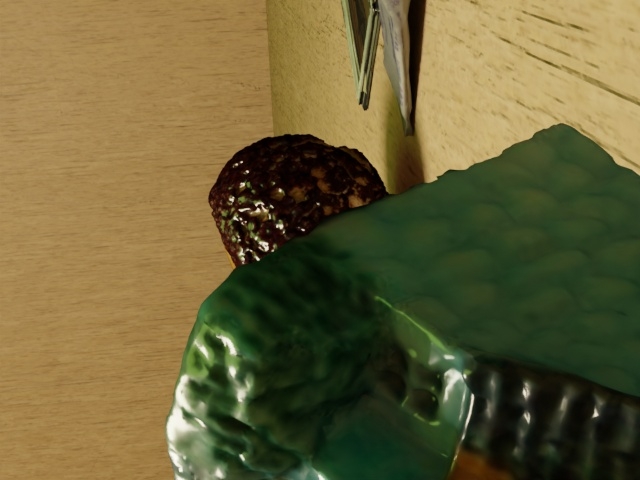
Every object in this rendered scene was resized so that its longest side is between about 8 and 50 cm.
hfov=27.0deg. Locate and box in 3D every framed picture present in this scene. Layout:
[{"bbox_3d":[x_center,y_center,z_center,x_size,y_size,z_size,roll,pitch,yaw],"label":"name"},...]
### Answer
[{"bbox_3d":[0.039,-0.307,1.535,0.197,0.014,0.252,97,167,-62],"label":"framed picture"}]

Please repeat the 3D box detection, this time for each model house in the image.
[{"bbox_3d":[0.094,0.138,0.553,0.241,0.226,0.261,39,144,40],"label":"model house"}]

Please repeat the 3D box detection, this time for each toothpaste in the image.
[{"bbox_3d":[0.062,-0.226,1.201,0.282,0.068,0.099,83,-154,-53],"label":"toothpaste"}]

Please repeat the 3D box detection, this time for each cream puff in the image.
[{"bbox_3d":[0.000,0.000,1.308,0.239,0.165,0.239,58,-172,-13],"label":"cream puff"}]
